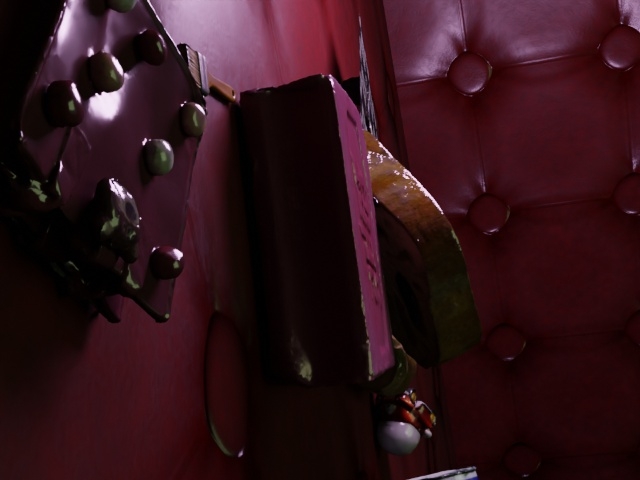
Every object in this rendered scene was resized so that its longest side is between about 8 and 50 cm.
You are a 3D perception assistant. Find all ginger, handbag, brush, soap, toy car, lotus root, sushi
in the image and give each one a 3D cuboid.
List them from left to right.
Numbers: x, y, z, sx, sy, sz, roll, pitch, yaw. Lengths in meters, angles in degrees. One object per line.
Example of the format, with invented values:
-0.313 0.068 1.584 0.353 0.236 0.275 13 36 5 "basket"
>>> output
-0.143 -0.074 0.565 0.203 0.073 0.216 66 21 -52 "handbag"
-0.115 -0.168 0.901 0.170 0.014 0.043 10 75 -78 "brush"
0.000 0.000 1.076 0.233 0.128 0.360 16 65 -77 "soap"
0.072 -0.208 1.699 0.359 0.064 0.343 -87 168 -46 "sushi"
0.117 0.219 1.535 0.263 0.109 0.117 16 91 -76 "ginger"
0.150 0.355 1.653 0.139 0.112 0.112 58 41 -41 "toy car"
0.122 0.015 1.331 0.391 0.111 0.375 63 -8 0 "lotus root"

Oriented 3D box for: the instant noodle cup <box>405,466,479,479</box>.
0.203 0.554 1.436 0.284 0.284 0.313 44 32 -71 "instant noodle cup"
